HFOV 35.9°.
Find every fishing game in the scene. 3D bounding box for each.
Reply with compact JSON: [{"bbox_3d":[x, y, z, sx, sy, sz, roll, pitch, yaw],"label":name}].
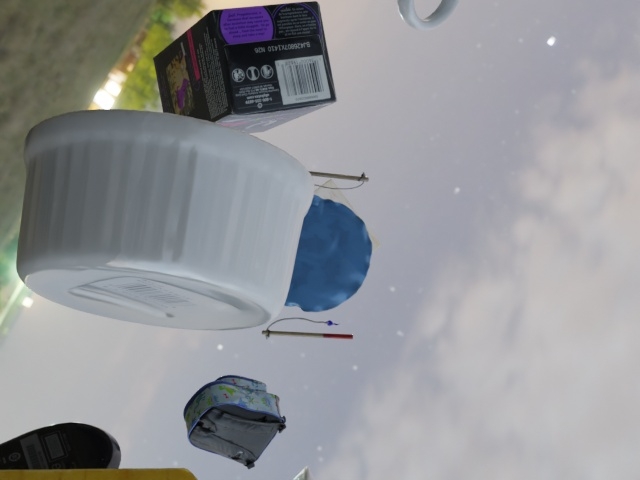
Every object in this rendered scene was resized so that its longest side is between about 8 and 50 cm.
[{"bbox_3d":[-0.017,0.021,1.483,0.041,0.189,0.264,85,7,-76],"label":"fishing game"}]

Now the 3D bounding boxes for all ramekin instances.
[{"bbox_3d":[-0.150,-0.006,0.930,0.277,0.277,0.135,149,-49,-64],"label":"ramekin"}]

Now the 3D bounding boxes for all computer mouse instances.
[{"bbox_3d":[-0.343,0.271,1.036,0.188,0.272,0.072,-124,-153,-50],"label":"computer mouse"}]

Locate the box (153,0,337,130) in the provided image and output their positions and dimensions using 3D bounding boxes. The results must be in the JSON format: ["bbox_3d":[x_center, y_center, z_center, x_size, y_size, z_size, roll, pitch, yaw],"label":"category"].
[{"bbox_3d":[-0.115,-0.232,1.411,0.270,0.165,0.143,-8,-87,64],"label":"box"}]

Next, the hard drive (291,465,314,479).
[{"bbox_3d":[-0.068,0.486,1.647,0.172,0.054,0.255,-45,-177,7],"label":"hard drive"}]

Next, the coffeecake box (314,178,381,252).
[{"bbox_3d":[0.000,0.000,1.608,0.068,0.142,0.185,-36,-177,34],"label":"coffeecake box"}]

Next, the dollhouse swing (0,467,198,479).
[{"bbox_3d":[-0.237,0.408,0.943,0.305,0.346,0.315,106,-16,-64],"label":"dollhouse swing"}]

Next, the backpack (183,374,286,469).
[{"bbox_3d":[-0.119,0.230,1.293,0.105,0.114,0.084,-53,-146,23],"label":"backpack"}]

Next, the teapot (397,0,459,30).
[{"bbox_3d":[0.075,-0.368,1.082,0.187,0.256,0.252,-63,-175,-5],"label":"teapot"}]
